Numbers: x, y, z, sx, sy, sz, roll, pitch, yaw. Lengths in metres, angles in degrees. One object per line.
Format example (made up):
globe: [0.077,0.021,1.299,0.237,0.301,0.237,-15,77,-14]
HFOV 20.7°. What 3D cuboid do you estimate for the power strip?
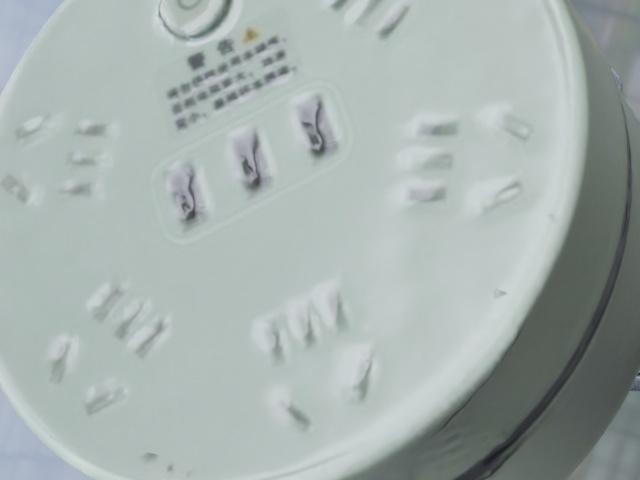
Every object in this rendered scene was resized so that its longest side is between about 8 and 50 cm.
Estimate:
power strip: [0.000,0.000,0.881,0.161,0.357,0.358,43,-119,-56]

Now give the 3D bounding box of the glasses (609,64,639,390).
glasses: [0.212,-0.050,1.207,0.234,0.118,0.268,62,-150,-15]
